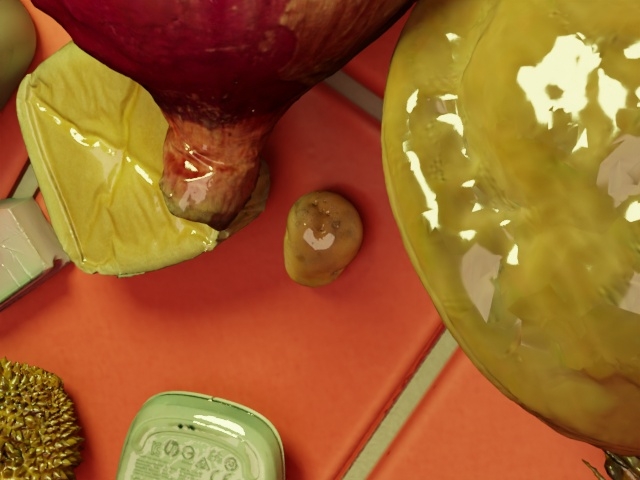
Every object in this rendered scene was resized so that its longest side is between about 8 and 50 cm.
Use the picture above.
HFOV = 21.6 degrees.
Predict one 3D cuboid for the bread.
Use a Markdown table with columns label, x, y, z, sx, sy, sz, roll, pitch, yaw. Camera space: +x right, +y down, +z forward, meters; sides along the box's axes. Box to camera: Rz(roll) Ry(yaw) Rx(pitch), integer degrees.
| label | x | y | z | sx | sy | sz | roll | pitch | yaw |
| --- | --- | --- | --- | --- | --- | --- | --- | --- | --- |
| bread | -0.150 | -0.085 | 1.440 | 0.192 | 0.110 | 0.210 | -17 | 96 | 29 |

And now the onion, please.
| label | x | y | z | sx | sy | sz | roll | pitch | yaw |
| --- | --- | --- | --- | --- | --- | --- | --- | --- | --- |
| onion | -0.075 | -0.197 | 1.232 | 0.347 | 0.348 | 0.385 | 9 | 104 | 18 |

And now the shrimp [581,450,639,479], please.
| label | x | y | z | sx | sy | sz | roll | pitch | yaw |
| --- | --- | --- | --- | --- | --- | --- | --- | --- | --- |
| shrimp | 0.333 | 0.213 | 1.361 | 0.248 | 0.068 | 0.150 | 24 | 97 | 8 |

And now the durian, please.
| label | x | y | z | sx | sy | sz | roll | pitch | yaw |
| --- | --- | --- | --- | --- | --- | --- | --- | --- | --- |
| durian | -0.296 | 0.188 | 1.549 | 0.158 | 0.137 | 0.168 | 36 | 99 | -12 |

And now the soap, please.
| label | x | y | z | sx | sy | sz | roll | pitch | yaw |
| --- | --- | --- | --- | --- | --- | --- | --- | --- | --- |
| soap | -0.317 | 0.018 | 1.553 | 0.149 | 0.056 | 0.100 | -32 | 88 | 23 |

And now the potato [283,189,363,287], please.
| label | x | y | z | sx | sy | sz | roll | pitch | yaw |
| --- | --- | --- | --- | --- | --- | --- | --- | --- | --- |
| potato | 0.000 | 0.000 | 1.435 | 0.068 | 0.062 | 0.083 | 37 | 134 | 25 |

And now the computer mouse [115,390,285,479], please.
| label | x | y | z | sx | sy | sz | roll | pitch | yaw |
| --- | --- | --- | --- | --- | --- | --- | --- | --- | --- |
| computer mouse | -0.112 | 0.279 | 1.518 | 0.159 | 0.097 | 0.289 | 11 | 95 | 19 |

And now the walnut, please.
| label | x | y | z | sx | sy | sz | roll | pitch | yaw |
| --- | --- | --- | --- | --- | --- | --- | --- | --- | --- |
| walnut | 0.232 | -0.033 | 1.193 | 0.383 | 0.383 | 0.384 | 5 | 104 | 19 |

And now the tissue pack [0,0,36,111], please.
| label | x | y | z | sx | sy | sz | roll | pitch | yaw |
| --- | --- | --- | --- | --- | --- | --- | --- | --- | --- |
| tissue pack | -0.434 | -0.203 | 1.447 | 0.333 | 0.236 | 0.229 | 43 | 112 | 6 |
